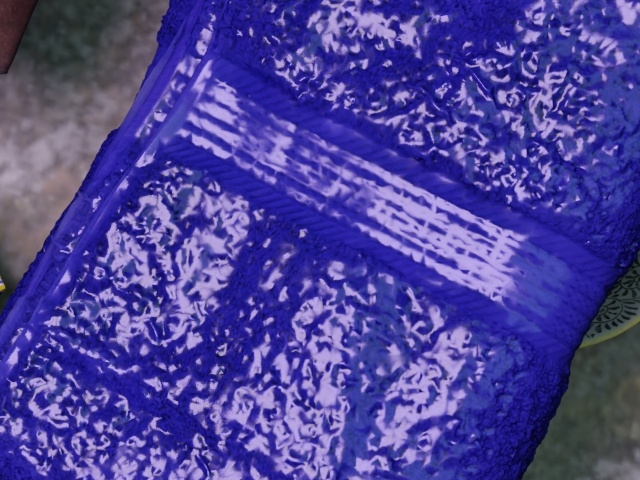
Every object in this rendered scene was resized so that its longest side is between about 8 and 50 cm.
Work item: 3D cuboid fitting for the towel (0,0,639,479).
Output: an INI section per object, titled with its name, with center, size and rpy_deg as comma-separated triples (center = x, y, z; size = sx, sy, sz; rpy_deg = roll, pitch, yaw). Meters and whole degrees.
[towel]
center = 0.000, 0.000, 0.768
size = 0.228, 0.076, 0.308
rpy_deg = 27, 87, 20

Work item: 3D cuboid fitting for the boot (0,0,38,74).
[boot]
center = -0.090, -0.162, 0.754
size = 0.248, 0.090, 0.206
rpy_deg = 17, 95, -8

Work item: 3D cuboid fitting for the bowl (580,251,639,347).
[bowl]
center = 0.080, -0.027, 0.873
size = 0.170, 0.080, 0.170
rpy_deg = 4, 76, -16

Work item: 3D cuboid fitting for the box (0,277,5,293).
[box]
center = -0.218, 0.030, 0.786
size = 0.169, 0.054, 0.059
rpy_deg = -23, 84, -19
